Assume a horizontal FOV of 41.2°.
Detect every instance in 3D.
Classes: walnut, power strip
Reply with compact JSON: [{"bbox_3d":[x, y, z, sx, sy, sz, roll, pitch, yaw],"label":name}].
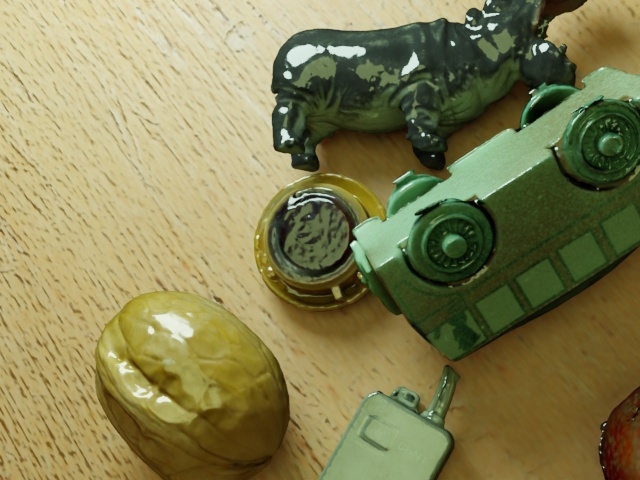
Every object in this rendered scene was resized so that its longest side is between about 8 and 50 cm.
[{"bbox_3d":[-0.122,0.136,0.798,0.207,0.159,0.159,38,87,18],"label":"walnut"},{"bbox_3d":[0.043,0.237,0.784,0.093,0.053,0.288,28,84,19],"label":"power strip"}]

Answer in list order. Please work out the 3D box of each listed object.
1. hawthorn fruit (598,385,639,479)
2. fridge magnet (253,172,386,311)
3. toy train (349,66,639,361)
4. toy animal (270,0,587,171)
[{"bbox_3d":[0.328,0.207,0.658,0.181,0.181,0.235,-27,72,5],"label":"hawthorn fruit"},{"bbox_3d":[0.000,0.000,0.851,0.143,0.063,0.143,-3,78,14],"label":"fridge magnet"},{"bbox_3d":[0.188,-0.030,0.758,0.326,0.129,0.159,-34,112,3],"label":"toy train"},{"bbox_3d":[0.117,-0.161,0.844,0.343,0.106,0.168,-15,76,7],"label":"toy animal"}]
